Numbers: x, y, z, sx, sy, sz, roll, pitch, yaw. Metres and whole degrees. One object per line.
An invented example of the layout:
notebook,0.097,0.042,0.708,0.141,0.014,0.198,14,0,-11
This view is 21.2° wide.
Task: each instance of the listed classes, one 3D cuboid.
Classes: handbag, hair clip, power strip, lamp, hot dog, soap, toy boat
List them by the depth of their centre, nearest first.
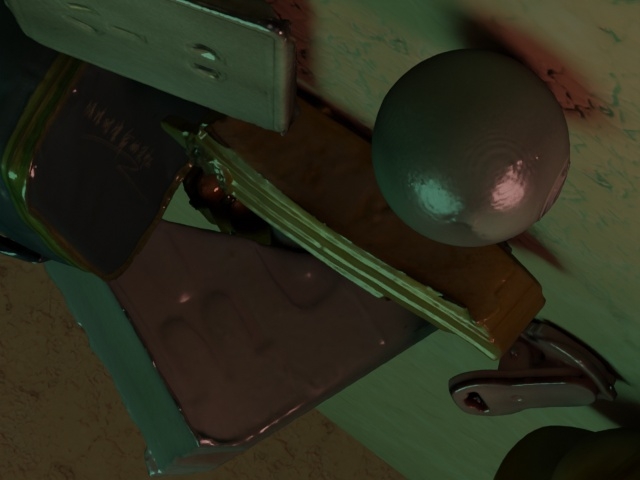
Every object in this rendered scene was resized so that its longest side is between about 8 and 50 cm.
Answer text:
lamp,0.078,-0.048,0.880,0.105,0.105,0.105,34,171,6
power strip,-0.106,-0.155,1.114,0.213,0.064,0.198,21,168,4
toy boat,0.022,-0.023,1.238,0.310,0.089,0.115,34,162,10
handbag,-0.246,-0.112,1.363,0.241,0.222,0.263,26,166,24
hair clip,0.179,0.088,1.438,0.138,0.102,0.123,-9,149,28
soap,-0.065,0.039,1.543,0.258,0.302,0.159,59,159,6
hot dog,-0.085,-0.039,1.621,0.100,0.068,0.249,33,171,9

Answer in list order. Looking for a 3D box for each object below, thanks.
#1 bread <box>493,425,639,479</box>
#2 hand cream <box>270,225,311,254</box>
bread,0.319,0.279,1.420,0.424,0.329,0.245,-169,67,-70
hand cream,0.000,0.000,1.518,0.111,0.070,0.312,16,170,0
